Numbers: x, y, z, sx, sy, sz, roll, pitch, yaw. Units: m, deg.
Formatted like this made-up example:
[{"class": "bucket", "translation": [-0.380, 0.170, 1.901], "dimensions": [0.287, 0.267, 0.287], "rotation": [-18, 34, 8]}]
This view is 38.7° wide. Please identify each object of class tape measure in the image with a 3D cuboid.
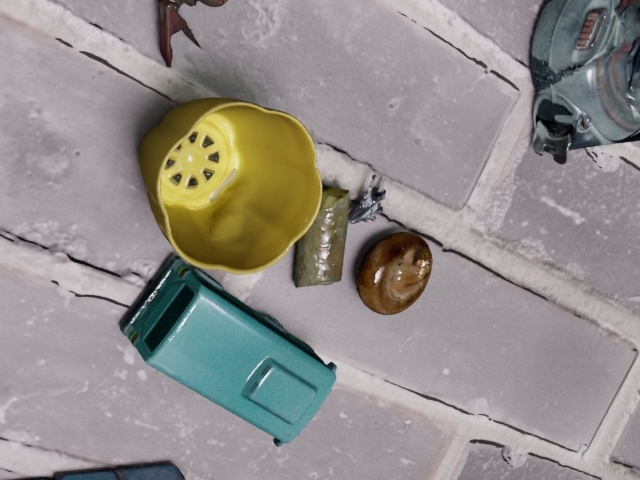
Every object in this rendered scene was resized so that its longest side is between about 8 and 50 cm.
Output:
[{"class": "tape measure", "translation": [0.431, -0.257, 1.300], "dimensions": [0.256, 0.147, 0.275], "rotation": [-9, 111, -25]}]

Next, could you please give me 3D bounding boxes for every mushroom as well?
[{"class": "mushroom", "translation": [0.103, 0.044, 1.262], "dimensions": [0.126, 0.085, 0.109], "rotation": [-12, 141, -39]}]

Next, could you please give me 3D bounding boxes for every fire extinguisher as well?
[{"class": "fire extinguisher", "translation": [-0.103, -0.307, 1.046], "dimensions": [0.252, 0.075, 0.106], "rotation": [-47, 121, -7]}]

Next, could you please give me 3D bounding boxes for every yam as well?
[{"class": "yam", "translation": [0.000, 0.000, 1.203], "dimensions": [0.070, 0.070, 0.146], "rotation": [-3, 107, -27]}]

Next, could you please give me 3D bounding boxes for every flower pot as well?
[{"class": "flower pot", "translation": [-0.119, -0.079, 1.049], "dimensions": [0.195, 0.179, 0.195], "rotation": [-9, 112, -24]}]

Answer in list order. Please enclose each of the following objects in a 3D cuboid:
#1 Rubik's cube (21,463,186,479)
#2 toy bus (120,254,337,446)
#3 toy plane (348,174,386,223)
[{"class": "Rubik's cube", "translation": [-0.288, 0.495, 1.048], "dimensions": [0.337, 0.344, 0.343], "rotation": [1, 104, -29]}, {"class": "toy bus", "translation": [-0.106, 0.145, 1.148], "dimensions": [0.256, 0.147, 0.128], "rotation": [37, 89, -30]}, {"class": "toy plane", "translation": [0.065, -0.048, 1.229], "dimensions": [0.083, 0.031, 0.078], "rotation": [-49, 148, -36]}]
